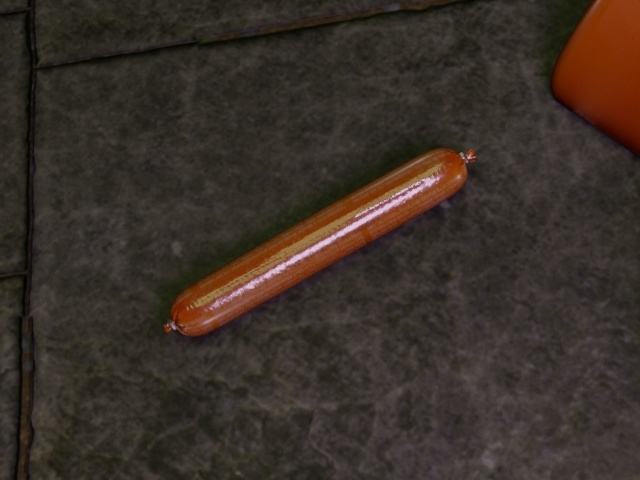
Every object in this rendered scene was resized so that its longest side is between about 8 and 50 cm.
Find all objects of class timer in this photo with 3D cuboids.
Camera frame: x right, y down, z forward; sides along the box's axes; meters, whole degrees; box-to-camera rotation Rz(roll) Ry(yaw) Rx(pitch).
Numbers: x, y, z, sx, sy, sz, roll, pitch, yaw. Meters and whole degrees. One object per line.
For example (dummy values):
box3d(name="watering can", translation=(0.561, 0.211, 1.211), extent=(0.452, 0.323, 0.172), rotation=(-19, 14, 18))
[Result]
box3d(name="timer", translation=(0.384, -0.180, 1.584), extent=(0.257, 0.161, 0.250), rotation=(39, 91, 25))

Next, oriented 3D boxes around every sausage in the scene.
box3d(name="sausage", translation=(0.000, 0.000, 1.597), extent=(0.347, 0.053, 0.053), rotation=(-29, 61, -4))
